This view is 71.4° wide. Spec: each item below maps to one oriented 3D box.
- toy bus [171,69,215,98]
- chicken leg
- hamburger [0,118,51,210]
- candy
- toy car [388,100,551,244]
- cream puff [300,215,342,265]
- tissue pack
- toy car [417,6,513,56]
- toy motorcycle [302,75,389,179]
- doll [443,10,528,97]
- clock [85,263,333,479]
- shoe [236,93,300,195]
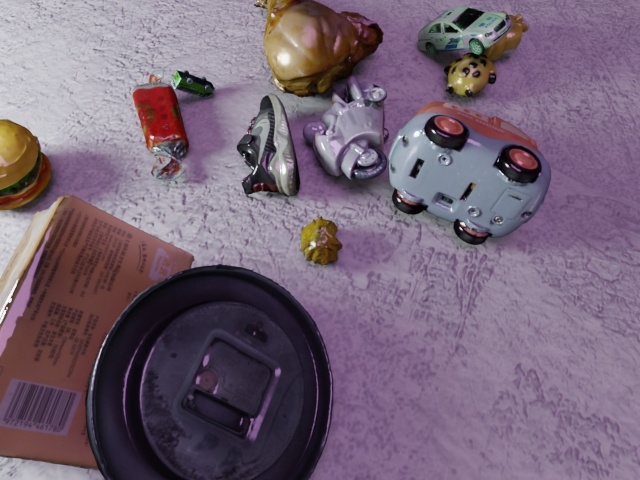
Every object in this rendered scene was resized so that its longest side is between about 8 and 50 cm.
[{"bbox_3d":[-0.260,-0.320,0.917,0.083,0.037,0.031,3,51,-50],"label":"toy bus"},{"bbox_3d":[-0.015,-0.460,0.984,0.295,0.182,0.409,-12,47,-21],"label":"chicken leg"},{"bbox_3d":[-0.559,-0.132,0.769,0.162,0.115,0.162,3,62,-5],"label":"hamburger"},{"bbox_3d":[-0.314,-0.236,0.875,0.086,0.059,0.292,-16,65,-13],"label":"candy"},{"bbox_3d":[0.266,-0.142,0.804,0.270,0.180,0.212,26,48,6],"label":"toy car"},{"bbox_3d":[0.000,0.000,0.771,0.083,0.058,0.083,25,65,11],"label":"cream puff"},{"bbox_3d":[-0.349,0.135,0.614,0.239,0.238,0.305,8,62,0],"label":"tissue pack"},{"bbox_3d":[0.307,-0.463,0.975,0.090,0.076,0.224,-42,33,-10],"label":"toy car"},{"bbox_3d":[0.048,-0.218,0.871,0.171,0.110,0.260,-2,56,8],"label":"toy motorcycle"},{"bbox_3d":[0.373,-0.425,1.012,0.117,0.086,0.291,27,65,21],"label":"doll"},{"bbox_3d":[-0.126,0.190,0.574,0.319,0.066,0.319,15,63,-31],"label":"clock"},{"bbox_3d":[-0.107,-0.179,0.844,0.112,0.099,0.227,-14,64,-3],"label":"shoe"}]
